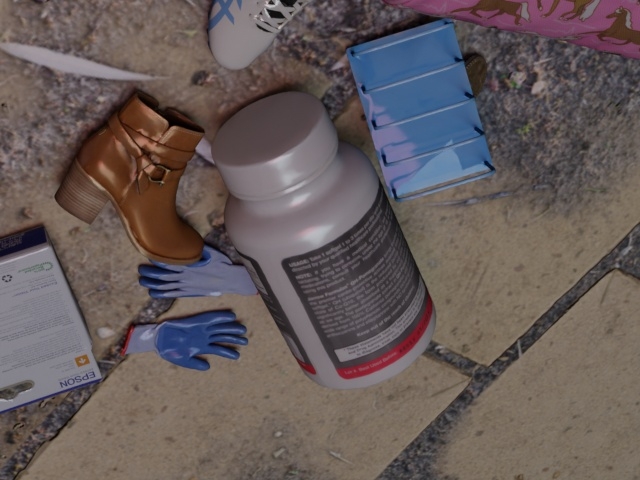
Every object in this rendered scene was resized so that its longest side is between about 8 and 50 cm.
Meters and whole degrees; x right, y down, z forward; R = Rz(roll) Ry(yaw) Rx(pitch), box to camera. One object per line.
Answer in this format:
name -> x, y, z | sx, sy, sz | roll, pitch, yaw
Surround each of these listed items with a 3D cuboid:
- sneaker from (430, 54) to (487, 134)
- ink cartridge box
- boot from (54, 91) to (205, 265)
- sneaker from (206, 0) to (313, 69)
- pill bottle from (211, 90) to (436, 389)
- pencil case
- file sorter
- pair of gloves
sneaker -> 0.136, -0.163, 1.490 | 0.042, 0.067, 0.118 | 44, 74, -38
ink cartridge box -> -0.382, 0.106, 1.500 | 0.223, 0.045, 0.224 | -18, 132, -7
boot -> -0.169, -0.063, 1.430 | 0.197, 0.073, 0.152 | 27, 110, -38
sneaker -> -0.032, -0.260, 1.311 | 0.085, 0.086, 0.237 | 23, 118, -36
pill bottle -> 0.000, 0.000, 1.465 | 0.176, 0.176, 0.318 | -26, 125, 0
pencil case -> 0.240, -0.282, 1.348 | 0.386, 0.167, 0.160 | 8, 103, -27
file sorter -> 0.107, -0.136, 1.392 | 0.118, 0.104, 0.170 | -17, 99, 4
pair of gloves -> -0.151, 0.081, 1.585 | 0.159, 0.023, 0.198 | 3, 127, -23
